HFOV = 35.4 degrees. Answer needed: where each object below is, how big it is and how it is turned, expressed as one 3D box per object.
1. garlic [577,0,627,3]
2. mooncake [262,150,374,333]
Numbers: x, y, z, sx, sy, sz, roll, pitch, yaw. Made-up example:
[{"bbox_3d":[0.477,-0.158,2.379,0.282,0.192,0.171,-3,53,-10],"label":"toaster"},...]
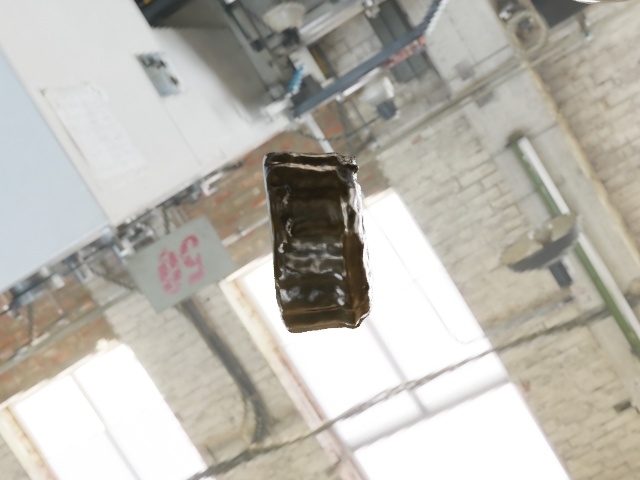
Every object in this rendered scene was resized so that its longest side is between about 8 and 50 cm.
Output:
[{"bbox_3d":[0.177,-0.260,0.571,0.257,0.207,0.207,-26,-172,18],"label":"garlic"},{"bbox_3d":[0.000,0.000,1.204,0.124,0.228,0.228,-6,-173,-1],"label":"mooncake"}]
